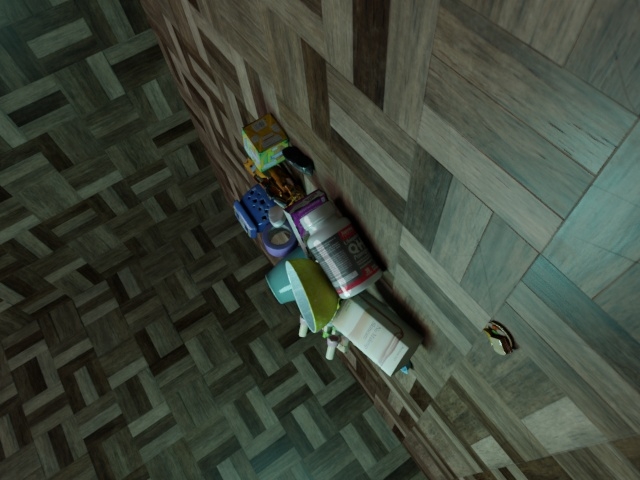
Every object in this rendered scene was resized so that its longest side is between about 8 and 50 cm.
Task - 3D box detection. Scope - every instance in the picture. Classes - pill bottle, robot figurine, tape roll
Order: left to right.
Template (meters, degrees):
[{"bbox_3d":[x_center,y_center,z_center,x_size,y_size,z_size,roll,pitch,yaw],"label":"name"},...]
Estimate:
[{"bbox_3d":[-0.182,-0.244,1.920,0.291,0.085,0.211,47,-154,18],"label":"robot figurine"},{"bbox_3d":[-0.214,-0.011,2.461,0.189,0.189,0.080,50,165,27],"label":"tape roll"},{"bbox_3d":[0.064,0.028,1.601,0.318,0.176,0.176,58,167,-2],"label":"pill bottle"}]

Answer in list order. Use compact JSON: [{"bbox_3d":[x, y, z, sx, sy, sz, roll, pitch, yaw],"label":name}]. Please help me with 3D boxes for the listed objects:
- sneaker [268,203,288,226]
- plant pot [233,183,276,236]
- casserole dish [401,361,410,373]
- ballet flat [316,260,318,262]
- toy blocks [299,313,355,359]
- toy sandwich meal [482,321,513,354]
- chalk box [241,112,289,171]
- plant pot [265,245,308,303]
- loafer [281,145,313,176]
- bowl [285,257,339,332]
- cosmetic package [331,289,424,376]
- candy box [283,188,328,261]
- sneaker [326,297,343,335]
[{"bbox_3d":[-0.141,-0.120,2.027,0.153,0.101,0.268,53,-154,-32],"label":"sneaker"},{"bbox_3d":[-0.358,-0.157,2.593,0.236,0.212,0.236,55,166,7],"label":"plant pot"},{"bbox_3d":[0.333,0.493,2.000,0.188,0.037,0.114,55,167,12],"label":"casserole dish"},{"bbox_3d":[0.007,0.107,2.221,0.070,0.070,0.188,51,165,26],"label":"ballet flat"},{"bbox_3d":[0.083,0.414,2.429,0.289,0.309,0.260,30,119,39],"label":"toy blocks"},{"bbox_3d":[0.427,0.236,1.105,0.085,0.029,0.085,52,166,19],"label":"toy sandwich meal"},{"bbox_3d":[-0.213,-0.366,1.787,0.132,0.132,0.213,55,167,11],"label":"chalk box"},{"bbox_3d":[-0.136,0.196,2.398,0.271,0.255,0.271,60,180,1],"label":"plant pot"},{"bbox_3d":[-0.085,-0.287,1.669,0.170,0.062,0.061,48,168,39],"label":"loafer"},{"bbox_3d":[-0.008,0.182,1.719,0.289,0.156,0.289,159,90,-77],"label":"bowl"},{"bbox_3d":[0.202,0.327,1.666,0.296,0.129,0.153,37,116,27],"label":"cosmetic package"},{"bbox_3d":[-0.020,-0.054,1.748,0.071,0.159,0.233,39,159,56],"label":"candy box"},{"bbox_3d":[0.128,0.339,2.049,0.385,0.147,0.145,28,-131,-58],"label":"sneaker"}]
